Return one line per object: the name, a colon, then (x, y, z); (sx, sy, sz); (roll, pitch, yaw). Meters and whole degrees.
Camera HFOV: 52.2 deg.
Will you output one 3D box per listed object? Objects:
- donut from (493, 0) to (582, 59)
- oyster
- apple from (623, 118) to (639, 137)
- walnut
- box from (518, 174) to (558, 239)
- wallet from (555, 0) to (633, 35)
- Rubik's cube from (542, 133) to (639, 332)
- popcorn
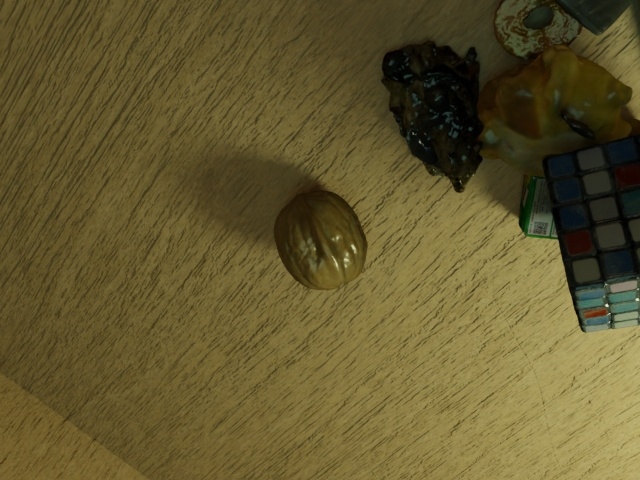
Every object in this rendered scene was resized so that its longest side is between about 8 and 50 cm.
donut: (0.454, -0.466, 1.368); (0.179, 0.065, 0.162); (-12, 109, 20)
oyster: (0.255, -0.273, 1.503); (0.222, 0.096, 0.360); (0, 115, 21)
apple: (0.668, -0.210, 1.427); (0.114, 0.099, 0.102); (-11, 121, 36)
walnut: (0.000, 0.000, 1.636); (0.225, 0.225, 0.260); (-21, 105, 23)
box: (0.591, -0.091, 1.506); (0.250, 0.103, 0.180); (7, 118, 11)
wallet: (0.570, -0.545, 1.278); (0.169, 0.052, 0.245); (36, 104, -12)
Rubik's cube: (0.610, -0.011, 1.260); (0.287, 0.292, 0.292); (-13, 149, 21)
popcorn: (0.481, -0.275, 1.360); (0.316, 0.280, 0.297); (18, 149, 28)
